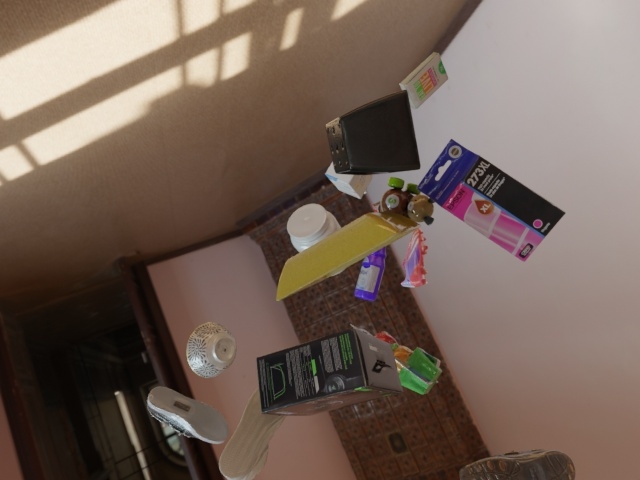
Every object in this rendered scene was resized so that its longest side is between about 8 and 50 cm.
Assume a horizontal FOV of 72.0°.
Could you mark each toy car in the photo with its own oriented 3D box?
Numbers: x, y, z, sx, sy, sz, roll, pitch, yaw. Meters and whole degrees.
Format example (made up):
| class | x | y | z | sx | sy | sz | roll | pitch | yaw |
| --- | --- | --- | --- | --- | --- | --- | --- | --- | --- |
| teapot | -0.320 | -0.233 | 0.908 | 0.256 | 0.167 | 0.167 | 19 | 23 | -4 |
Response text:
| class | x | y | z | sx | sy | sz | roll | pitch | yaw |
| --- | --- | --- | --- | --- | --- | --- | --- | --- | --- |
| toy car | 0.293 | -0.105 | 1.376 | 0.149 | 0.155 | 0.188 | 13 | -177 | -31 |

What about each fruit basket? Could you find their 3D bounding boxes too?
| class | x | y | z | sx | sy | sz | roll | pitch | yaw |
| --- | --- | --- | --- | --- | --- | --- | --- | --- | --- |
| fruit basket | 0.298 | 0.434 | 1.708 | 0.165 | 0.353 | 0.327 | -50 | 154 | -1 |

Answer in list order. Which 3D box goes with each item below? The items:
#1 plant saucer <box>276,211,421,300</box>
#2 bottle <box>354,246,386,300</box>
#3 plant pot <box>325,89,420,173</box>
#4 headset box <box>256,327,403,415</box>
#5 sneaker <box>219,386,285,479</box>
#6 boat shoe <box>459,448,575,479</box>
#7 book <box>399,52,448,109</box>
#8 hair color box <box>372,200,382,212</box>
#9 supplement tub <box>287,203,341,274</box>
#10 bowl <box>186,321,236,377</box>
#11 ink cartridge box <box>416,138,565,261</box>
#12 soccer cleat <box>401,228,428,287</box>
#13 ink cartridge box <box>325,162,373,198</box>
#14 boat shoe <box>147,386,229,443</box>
| class | x | y | z | sx | sy | sz | roll | pitch | yaw |
| --- | --- | --- | --- | --- | --- | --- | --- | --- | --- |
| plant saucer | 0.069 | 0.019 | 1.107 | 0.333 | 0.081 | 0.333 | -30 | 174 | 20 |
| bottle | 0.235 | 0.128 | 1.987 | 0.092 | 0.282 | 0.118 | 18 | 173 | -15 |
| plant pot | 0.116 | -0.248 | 1.093 | 0.167 | 0.187 | 0.188 | -14 | -171 | -13 |
| headset box | 0.035 | 0.322 | 1.056 | 0.283 | 0.131 | 0.246 | -22 | 151 | 20 |
| sneaker | -0.162 | 0.507 | 1.184 | 0.292 | 0.108 | 0.169 | -51 | 159 | -34 |
| boat shoe | 0.633 | 0.762 | 1.440 | 0.356 | 0.132 | 0.130 | -8 | 162 | 5 |
| book | 0.318 | -0.484 | 1.342 | 0.144 | 0.035 | 0.096 | -45 | 129 | -4 |
| hair color box | 0.283 | -0.104 | 1.904 | 0.072 | 0.141 | 0.043 | -28 | -160 | -9 |
| supplement tub | 0.000 | 0.000 | 2.114 | 0.235 | 0.235 | 0.325 | -26 | 137 | 8 |
| bowl | -0.316 | 0.335 | 1.356 | 0.080 | 0.170 | 0.170 | -15 | 178 | 41 |
| ink cartridge box | 0.476 | -0.114 | 1.251 | 0.175 | 0.371 | 0.069 | -56 | 176 | 16 |
| soccer cleat | 0.343 | 0.060 | 1.622 | 0.095 | 0.248 | 0.083 | -11 | 142 | 24 |
| ink cartridge box | 0.097 | -0.204 | 1.405 | 0.089 | 0.092 | 0.143 | -61 | 153 | -4 |
| boat shoe | -0.462 | 0.620 | 1.519 | 0.113 | 0.306 | 0.105 | -68 | -178 | -55 |
